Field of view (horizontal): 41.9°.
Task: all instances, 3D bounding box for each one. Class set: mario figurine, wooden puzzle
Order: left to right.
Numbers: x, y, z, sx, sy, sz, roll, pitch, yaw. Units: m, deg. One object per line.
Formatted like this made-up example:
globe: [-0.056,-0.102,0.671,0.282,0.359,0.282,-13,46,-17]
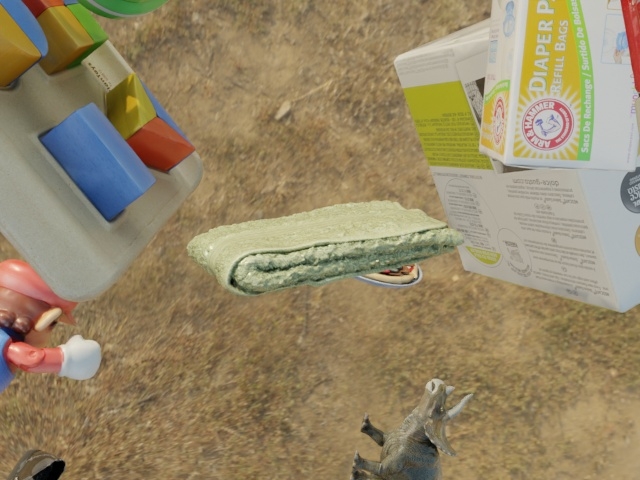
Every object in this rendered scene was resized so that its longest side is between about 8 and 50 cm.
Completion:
mario figurine: [-0.423,0.167,1.102,0.198,0.170,0.320,42,52,-11]
wooden puzzle: [-0.245,-0.142,0.809,0.080,0.348,0.322,-33,103,19]

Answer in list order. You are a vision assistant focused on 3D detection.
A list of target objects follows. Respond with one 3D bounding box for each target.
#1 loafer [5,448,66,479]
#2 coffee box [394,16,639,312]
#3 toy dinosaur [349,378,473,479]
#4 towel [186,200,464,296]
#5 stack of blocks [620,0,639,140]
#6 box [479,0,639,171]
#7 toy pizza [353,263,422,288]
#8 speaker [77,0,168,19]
loafer: [-0.492,0.431,1.387,0.078,0.080,0.220,-9,33,17]
coffee box: [0.352,-0.148,1.067,0.337,0.338,0.334,-25,104,-17]
toy dinosaur: [0.129,0.362,1.310,0.160,0.314,0.121,12,31,7]
towel: [0.000,0.000,0.507,0.148,0.110,0.027,-11,104,-20]
stack of blocks: [0.190,0.038,0.223,0.087,0.171,0.297,-6,85,-20]
box: [0.195,-0.161,0.668,0.103,0.114,0.203,3,102,-1]
toy pizza: [0.077,0.017,1.380,0.201,0.201,0.032,15,111,-14]
speaker: [-0.135,-0.308,0.759,0.131,0.296,0.131,10,74,-36]
